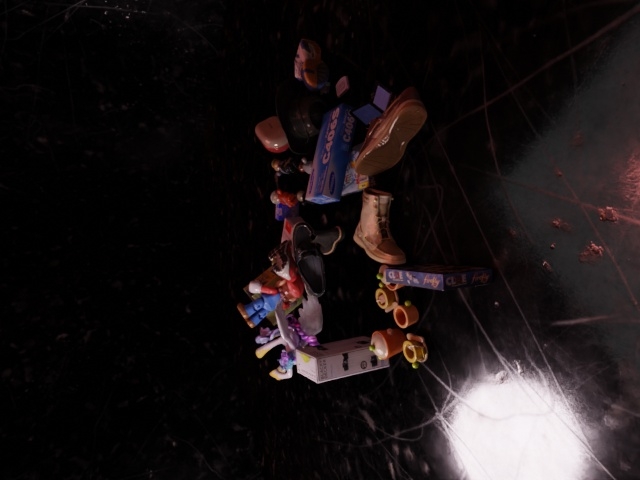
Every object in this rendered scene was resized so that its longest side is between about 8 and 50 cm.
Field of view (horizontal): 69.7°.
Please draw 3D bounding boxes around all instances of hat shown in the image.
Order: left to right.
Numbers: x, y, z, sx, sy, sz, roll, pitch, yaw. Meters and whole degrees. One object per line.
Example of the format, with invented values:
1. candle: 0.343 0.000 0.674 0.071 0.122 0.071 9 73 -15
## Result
1. hat: -0.044 -0.499 1.820 0.134 0.331 0.330 -7 87 24

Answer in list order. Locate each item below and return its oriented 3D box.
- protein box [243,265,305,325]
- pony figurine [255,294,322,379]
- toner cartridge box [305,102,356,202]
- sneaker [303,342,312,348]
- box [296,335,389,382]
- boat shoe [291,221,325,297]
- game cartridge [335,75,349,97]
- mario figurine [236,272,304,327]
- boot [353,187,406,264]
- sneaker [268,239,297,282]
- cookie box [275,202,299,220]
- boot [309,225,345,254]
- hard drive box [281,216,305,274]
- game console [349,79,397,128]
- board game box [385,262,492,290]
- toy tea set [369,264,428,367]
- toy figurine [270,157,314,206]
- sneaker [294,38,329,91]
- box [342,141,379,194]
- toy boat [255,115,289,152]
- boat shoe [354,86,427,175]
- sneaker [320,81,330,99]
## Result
1. protein box: -0.222 0.258 2.226 0.199 0.201 0.136 58 163 -24
2. pony figurine: -0.120 0.428 1.996 0.364 0.303 0.350 -26 75 36
3. toner cartridge box: 0.041 -0.316 1.707 0.165 0.075 0.347 -3 75 66
4. sneaker: -0.006 0.500 2.063 0.234 0.078 0.106 52 135 43
5. box: 0.078 0.416 1.633 0.169 0.290 0.087 -4 91 65
6. boat shoe: -0.047 0.083 1.979 0.113 0.127 0.339 177 85 -84
7. game cartridge: 0.084 -0.588 1.752 0.083 0.017 0.055 -21 79 63
8. mario figurine: -0.219 0.250 2.090 0.170 0.321 0.198 53 166 20
9. boot: 0.206 -0.051 1.522 0.262 0.095 0.203 -134 48 -56
10. sneaker: -0.157 0.098 2.041 0.118 0.107 0.279 50 -167 -26
11. cookie box: -0.160 -0.147 2.217 0.040 0.107 0.091 33 123 58
12. boot: 0.000 0.000 1.888 0.197 0.137 0.076 -57 45 52
13. hard drive box: -0.113 0.031 2.176 0.181 0.089 0.232 51 137 48
14. game console: 0.172 -0.451 1.520 0.144 0.085 0.124 56 142 44
15. board game box: 0.312 0.094 1.245 0.243 0.165 0.042 1 95 63
16. toy tea set: 0.220 0.245 1.480 0.200 0.125 0.335 -16 85 64
17. toy figurine: -0.107 -0.251 1.973 0.148 0.213 0.209 13 107 48
18. sneaker: -0.044 -0.686 1.877 0.131 0.112 0.296 126 147 -45
19. box: 0.129 -0.257 1.687 0.233 0.044 0.159 -6 88 64
20. toy boat: -0.220 -0.501 2.279 0.231 0.151 0.151 56 172 45
21. boat shoe: 0.209 -0.338 1.449 0.342 0.124 0.123 126 146 -52
22. sneaker: 0.006 -0.610 1.880 0.098 0.038 0.069 25 116 61
